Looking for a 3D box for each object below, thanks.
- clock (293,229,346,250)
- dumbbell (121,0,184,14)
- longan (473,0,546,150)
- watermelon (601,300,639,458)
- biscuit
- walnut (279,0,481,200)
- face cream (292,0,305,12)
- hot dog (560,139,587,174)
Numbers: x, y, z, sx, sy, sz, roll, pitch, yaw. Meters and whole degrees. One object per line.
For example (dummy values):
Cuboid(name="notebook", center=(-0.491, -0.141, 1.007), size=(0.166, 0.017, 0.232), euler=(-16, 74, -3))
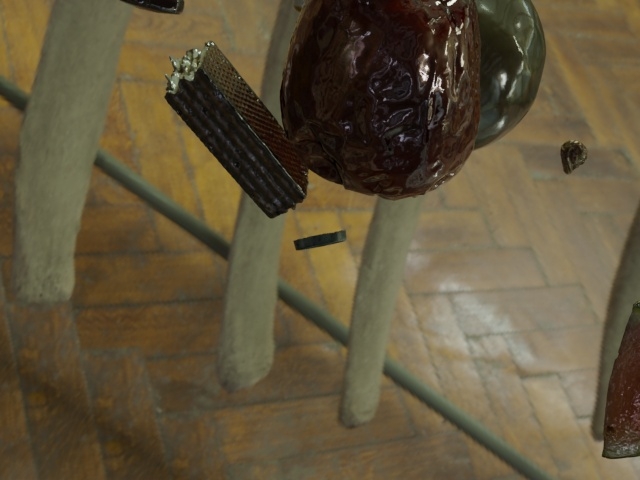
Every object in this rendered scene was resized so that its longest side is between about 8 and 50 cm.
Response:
Cuboid(name="clock", center=(0.000, 0.000, 1.564), size=(0.085, 0.085, 0.017), euler=(-10, 87, -36))
Cuboid(name="dumbbell", center=(-0.316, -0.562, 1.980), size=(0.140, 0.226, 0.124), euler=(6, 14, -38))
Cuboid(name="longan", center=(0.199, -0.282, 1.578), size=(0.318, 0.319, 0.319), euler=(16, 53, -22))
Cuboid(name="watermelon", center=(0.315, 0.129, 0.909), size=(0.086, 0.163, 0.069), euler=(-12, 29, -30))
Cuboid(name="biscuit", center=(-0.112, -0.152, 1.367), size=(0.252, 0.070, 0.106), euler=(50, 22, -25))
Cuboid(name="walnut", center=(0.067, -0.186, 1.069), size=(0.221, 0.269, 0.244), euler=(3, 38, -11))
Cuboid(name="face cream", center=(0.006, -0.350, 1.279), size=(0.072, 0.182, 0.051), euler=(9, 11, -5))
Cuboid(name="hot dog", center=(0.494, -0.162, 1.978), size=(0.058, 0.083, 0.035), euler=(-43, 58, -5))
